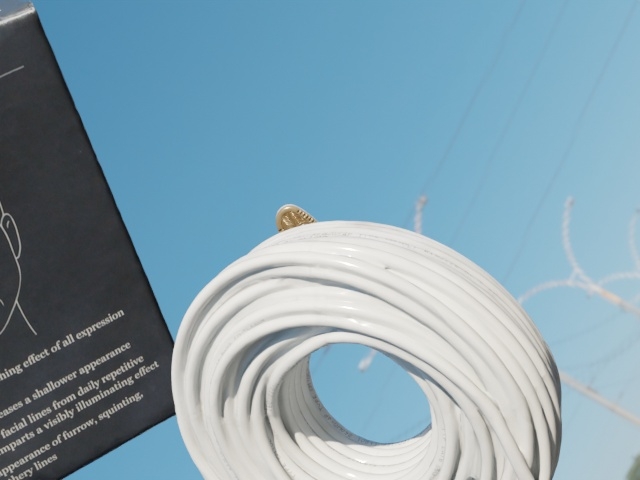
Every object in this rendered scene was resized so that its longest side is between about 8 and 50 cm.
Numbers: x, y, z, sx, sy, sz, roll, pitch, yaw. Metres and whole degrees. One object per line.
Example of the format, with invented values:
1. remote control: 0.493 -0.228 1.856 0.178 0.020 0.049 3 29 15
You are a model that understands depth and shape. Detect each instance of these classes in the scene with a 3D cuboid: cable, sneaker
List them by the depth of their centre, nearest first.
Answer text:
1. cable: 0.031 0.106 0.801 0.089 0.257 0.257 -52 -48 -56
2. sneaker: 0.000 0.000 1.231 0.042 0.118 0.067 -38 19 17

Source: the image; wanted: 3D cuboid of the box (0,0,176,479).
1. box: -0.333 0.021 1.071 0.293 0.212 0.395 -28 -63 -20
